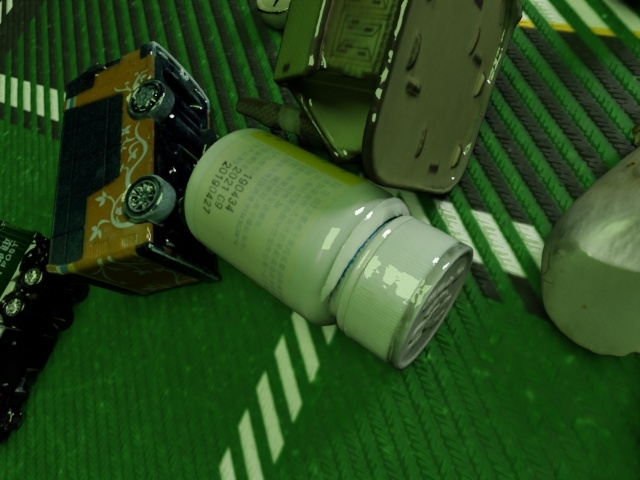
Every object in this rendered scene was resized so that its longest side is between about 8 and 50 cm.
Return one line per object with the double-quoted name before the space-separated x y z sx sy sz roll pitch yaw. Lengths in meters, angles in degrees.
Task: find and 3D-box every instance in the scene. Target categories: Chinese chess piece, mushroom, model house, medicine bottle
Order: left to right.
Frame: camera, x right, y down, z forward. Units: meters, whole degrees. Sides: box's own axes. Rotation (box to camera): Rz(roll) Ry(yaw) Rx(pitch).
"Chinese chess piece" -0.052 -0.349 0.649 0.084 0.034 0.084 -7 66 16
"medicine bottle" 0.000 0.000 0.431 0.258 0.143 0.143 33 83 27
"model house" 0.017 -0.191 0.454 0.278 0.205 0.218 25 104 33
"mushroom" 0.266 -0.015 0.377 0.116 0.093 0.225 -2 44 55

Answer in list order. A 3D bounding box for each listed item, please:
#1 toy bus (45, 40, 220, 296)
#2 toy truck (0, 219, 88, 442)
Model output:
"toy bus" -0.219 -0.082 0.547 0.167 0.138 0.275 -14 67 16
"toy truck" -0.399 0.115 0.559 0.121 0.088 0.259 14 73 23
